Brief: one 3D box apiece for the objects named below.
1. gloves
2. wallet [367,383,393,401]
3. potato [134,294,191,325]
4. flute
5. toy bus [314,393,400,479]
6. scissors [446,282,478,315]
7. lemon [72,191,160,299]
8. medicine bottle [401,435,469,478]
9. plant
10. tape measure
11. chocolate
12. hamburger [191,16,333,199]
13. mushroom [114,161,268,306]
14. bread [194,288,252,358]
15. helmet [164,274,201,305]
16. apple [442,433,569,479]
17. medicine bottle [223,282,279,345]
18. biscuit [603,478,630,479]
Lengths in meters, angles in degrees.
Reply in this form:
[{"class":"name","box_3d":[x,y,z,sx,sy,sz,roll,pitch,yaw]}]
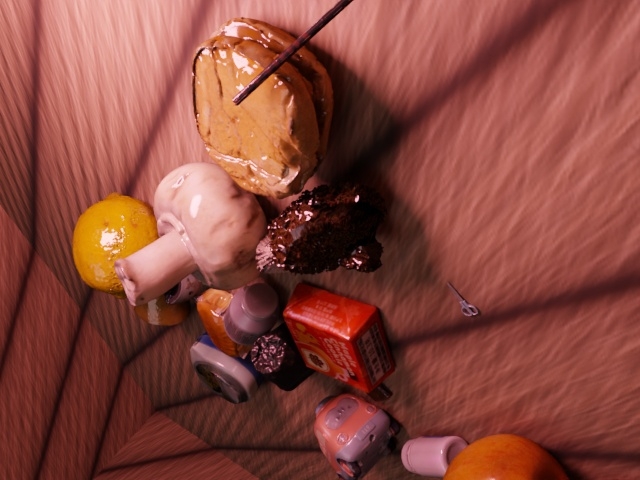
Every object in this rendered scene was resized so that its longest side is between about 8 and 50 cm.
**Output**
[{"class":"gloves","box_3d":[0.004,-0.006,1.059,0.210,0.135,0.312,13,157,-13]},{"class":"wallet","box_3d":[0.109,0.368,1.533,0.176,0.026,0.095,45,146,-5]},{"class":"potato","box_3d":[-0.526,0.168,1.887,0.203,0.178,0.158,49,142,40]},{"class":"flute","box_3d":[-0.022,-0.269,0.763,0.269,0.014,0.014,-36,102,20]},{"class":"toy bus","box_3d":[0.087,0.565,1.663,0.232,0.194,0.288,38,152,31]},{"class":"scissors","box_3d":[0.262,0.110,1.065,0.083,0.006,0.036,50,146,-11]},{"class":"lemon","box_3d":[-0.568,0.010,1.623,0.258,0.258,0.310,-22,71,56]},{"class":"medicine bottle","box_3d":[0.298,0.561,1.482,0.103,0.103,0.186,46,149,-6]},{"class":"plant","box_3d":[-0.093,0.310,1.539,0.164,0.142,0.256,50,-178,20]},{"class":"tape measure","box_3d":[-0.332,0.461,2.035,0.262,0.138,0.259,25,146,26]},{"class":"chocolate","box_3d":[0.041,0.236,1.372,0.234,0.108,0.237,15,138,35]},{"class":"hamburger","box_3d":[-0.096,-0.210,0.940,0.259,0.144,0.283,34,138,13]},{"class":"mushroom","box_3d":[-0.283,0.002,1.225,0.314,0.336,0.314,36,144,32]},{"class":"bread","box_3d":[-0.297,0.261,1.781,0.136,0.107,0.241,23,144,33]},{"class":"helmet","box_3d":[-0.419,0.112,1.726,0.177,0.107,0.153,20,111,58]},{"class":"apple","box_3d":[0.401,0.561,1.197,0.299,0.299,0.275,38,134,8]},{"class":"medicine bottle","box_3d":[-0.182,0.194,1.540,0.135,0.135,0.215,40,149,4]},{"class":"biscuit","box_3d":[0.657,0.586,1.138,0.296,0.075,0.296,31,144,26]}]
